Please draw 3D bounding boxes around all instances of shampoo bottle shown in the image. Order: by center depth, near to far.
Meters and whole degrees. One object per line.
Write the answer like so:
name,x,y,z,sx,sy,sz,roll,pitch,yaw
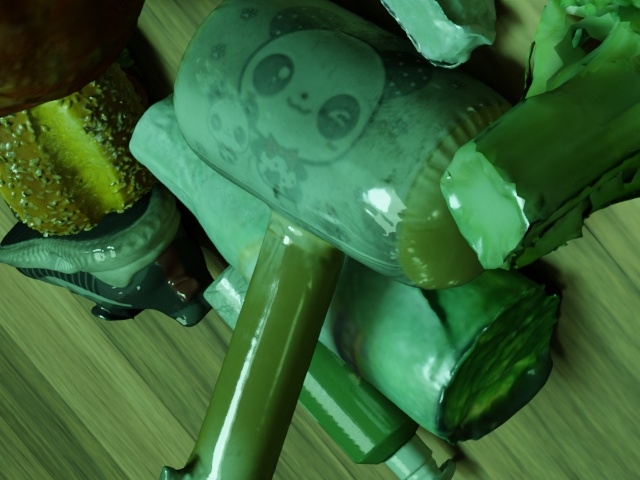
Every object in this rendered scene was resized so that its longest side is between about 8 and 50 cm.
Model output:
shampoo bottle,0.012,0.091,1.217,0.204,0.065,0.065,47,156,3

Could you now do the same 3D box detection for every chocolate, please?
chocolate,0.000,0.000,1.061,0.291,0.110,0.110,35,152,32

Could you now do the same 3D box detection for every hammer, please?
hammer,-0.019,0.032,0.960,0.202,0.113,0.305,33,109,36

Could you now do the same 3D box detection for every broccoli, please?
broccoli,0.129,-0.054,0.652,0.194,0.194,0.219,53,161,-8

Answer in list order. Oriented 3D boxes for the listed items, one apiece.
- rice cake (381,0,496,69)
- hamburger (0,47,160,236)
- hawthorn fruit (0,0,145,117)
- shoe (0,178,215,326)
rice cake,0.013,-0.173,0.861,0.211,0.034,0.043,54,147,-9
hamburger,-0.172,-0.068,1.199,0.087,0.137,0.166,57,172,42
hawthorn fruit,-0.222,-0.171,0.993,0.258,0.262,0.258,25,148,17
shoe,-0.157,0.016,1.352,0.112,0.099,0.227,50,156,-20
